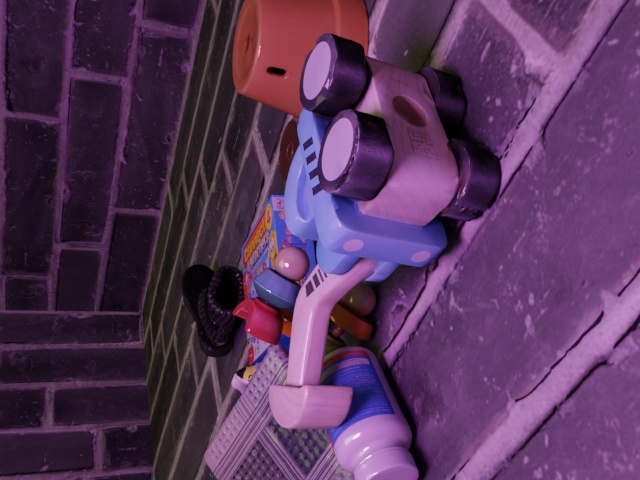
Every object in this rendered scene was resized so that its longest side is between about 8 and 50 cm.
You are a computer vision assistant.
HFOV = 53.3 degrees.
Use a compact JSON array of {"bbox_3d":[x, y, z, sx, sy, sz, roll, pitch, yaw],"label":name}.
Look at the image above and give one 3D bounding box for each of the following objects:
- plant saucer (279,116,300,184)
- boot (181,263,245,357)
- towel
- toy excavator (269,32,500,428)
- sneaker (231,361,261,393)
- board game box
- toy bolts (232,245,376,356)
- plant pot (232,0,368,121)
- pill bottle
[{"bbox_3d":[-0.057,-0.205,1.482,0.198,0.036,0.199,-177,90,-67],"label":"plant saucer"},{"bbox_3d":[-0.319,0.148,1.914,0.348,0.131,0.260,62,149,34],"label":"boot"},{"bbox_3d":[-0.070,0.413,1.212,0.312,0.056,0.324,45,113,32],"label":"towel"},{"bbox_3d":[0.040,0.006,0.935,0.445,0.222,0.433,-52,39,45],"label":"toy excavator"},{"bbox_3d":[-0.114,0.452,1.377,0.145,0.147,0.385,128,139,-52],"label":"sneaker"},{"bbox_3d":[-0.097,0.099,1.444,0.308,0.086,0.302,128,139,-58],"label":"board game box"},{"bbox_3d":[-0.032,0.101,1.124,0.158,0.228,0.218,-59,35,2],"label":"toy bolts"},{"bbox_3d":[-0.057,-0.385,1.296,0.291,0.203,0.291,-176,90,-68],"label":"plant pot"},{"bbox_3d":[0.069,0.285,1.001,0.221,0.124,0.124,-115,36,-49],"label":"pill bottle"}]
